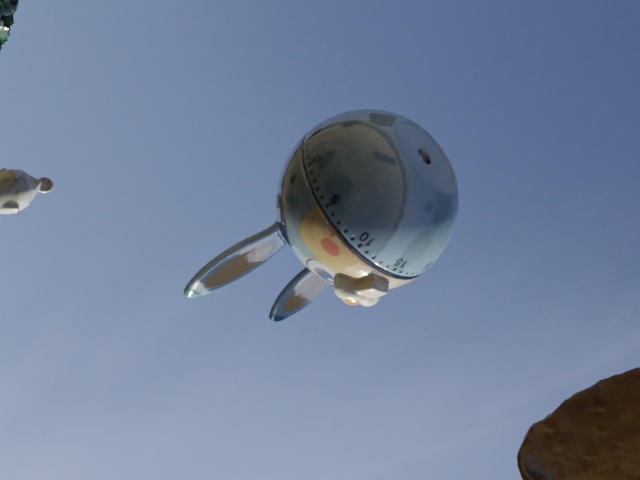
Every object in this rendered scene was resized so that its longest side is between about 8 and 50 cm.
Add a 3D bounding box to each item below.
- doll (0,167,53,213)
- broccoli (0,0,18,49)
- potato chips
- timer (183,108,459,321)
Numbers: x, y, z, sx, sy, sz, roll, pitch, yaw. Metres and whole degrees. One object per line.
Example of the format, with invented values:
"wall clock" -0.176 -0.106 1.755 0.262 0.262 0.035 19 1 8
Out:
"doll" -0.374 -0.034 0.877 0.057 0.227 0.114 123 -46 -55
"broccoli" -0.262 -0.132 0.366 0.297 0.297 0.298 -7 -108 23
"potato chips" 0.268 0.168 0.745 0.201 0.049 0.150 -36 -148 0
"timer" 0.013 0.005 0.796 0.255 0.175 0.175 -55 -135 14
